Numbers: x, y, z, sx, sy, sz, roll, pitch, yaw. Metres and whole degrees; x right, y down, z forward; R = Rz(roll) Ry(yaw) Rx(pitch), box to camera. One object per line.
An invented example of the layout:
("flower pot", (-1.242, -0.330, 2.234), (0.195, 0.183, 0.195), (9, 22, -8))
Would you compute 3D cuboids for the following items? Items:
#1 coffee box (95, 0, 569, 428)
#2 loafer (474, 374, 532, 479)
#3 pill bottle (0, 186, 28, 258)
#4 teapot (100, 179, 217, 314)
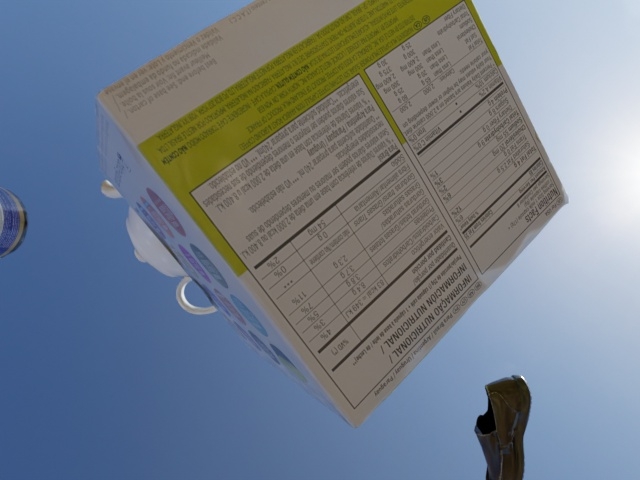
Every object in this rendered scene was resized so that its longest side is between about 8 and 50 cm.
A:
("coffee box", (-0.008, -0.067, 0.537), (0.338, 0.337, 0.334), (-41, -74, -19))
("loafer", (0.297, 0.329, 0.771), (0.078, 0.080, 0.220), (3, -81, 3))
("pill bottle", (-0.525, -0.031, 0.622), (0.122, 0.219, 0.123), (0, -91, 0))
("teapot", (-0.284, -0.015, 0.900), (0.187, 0.252, 0.256), (-37, -136, 6))
